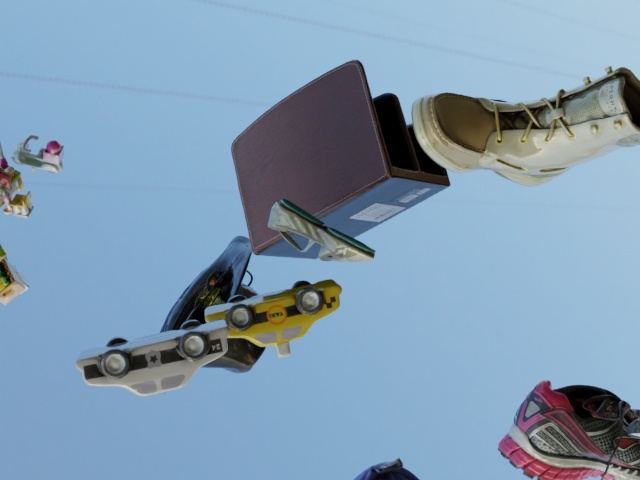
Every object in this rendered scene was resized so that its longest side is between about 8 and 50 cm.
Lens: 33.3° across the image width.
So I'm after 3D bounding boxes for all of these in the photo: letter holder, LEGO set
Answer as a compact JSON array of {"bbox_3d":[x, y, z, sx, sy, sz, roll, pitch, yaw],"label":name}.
[{"bbox_3d":[0.020,-0.126,1.698,0.152,0.301,0.215,5,-116,-48],"label":"letter holder"},{"bbox_3d":[-0.438,-0.052,1.436,0.132,0.107,0.287,2,-135,1],"label":"LEGO set"}]

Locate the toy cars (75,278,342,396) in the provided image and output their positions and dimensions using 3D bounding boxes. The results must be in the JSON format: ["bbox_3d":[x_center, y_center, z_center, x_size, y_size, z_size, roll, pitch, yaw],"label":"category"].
[{"bbox_3d":[-0.127,0.133,1.371,0.393,0.176,0.087,-18,-83,-46],"label":"toy cars"}]

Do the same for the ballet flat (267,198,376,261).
[{"bbox_3d":[0.000,0.000,1.482,0.168,0.052,0.057,30,-171,22],"label":"ballet flat"}]

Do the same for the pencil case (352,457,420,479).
[{"bbox_3d":[-0.017,0.316,1.033,0.133,0.306,0.119,23,-133,-39],"label":"pencil case"}]

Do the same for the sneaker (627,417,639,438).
[{"bbox_3d":[0.382,0.216,1.185,0.031,0.083,0.035,-78,-18,-60],"label":"sneaker"}]

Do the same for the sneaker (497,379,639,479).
[{"bbox_3d":[0.366,0.242,1.354,0.299,0.112,0.121,6,-157,-37],"label":"sneaker"}]

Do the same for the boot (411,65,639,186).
[{"bbox_3d":[0.204,-0.112,0.990,0.213,0.165,0.077,11,-111,-41],"label":"boot"}]

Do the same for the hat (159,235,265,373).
[{"bbox_3d":[-0.165,0.153,1.812,0.134,0.331,0.331,37,-139,-17],"label":"hat"}]
